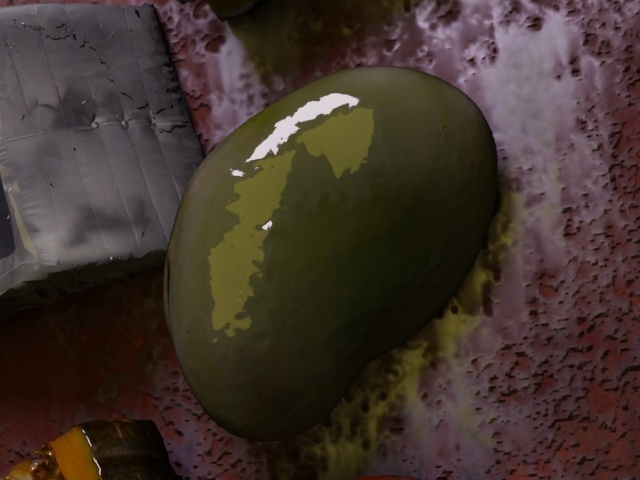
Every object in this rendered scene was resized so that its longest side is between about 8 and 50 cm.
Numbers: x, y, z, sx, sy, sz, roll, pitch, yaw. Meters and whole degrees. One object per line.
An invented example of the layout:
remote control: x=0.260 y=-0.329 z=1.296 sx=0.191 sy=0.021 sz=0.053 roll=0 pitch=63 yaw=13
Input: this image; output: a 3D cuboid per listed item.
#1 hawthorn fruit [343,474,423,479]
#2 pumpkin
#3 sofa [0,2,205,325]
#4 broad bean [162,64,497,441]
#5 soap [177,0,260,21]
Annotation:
hawthorn fruit: x=0.020 y=0.278 z=0.763 sx=0.311 sy=0.295 sz=0.295 roll=15 pitch=91 yaw=33
pumpkin: x=-0.188 y=0.217 z=0.893 sx=0.248 sy=0.126 sz=0.131 roll=-25 pitch=75 yaw=28
sofa: x=-0.213 y=-0.043 z=0.928 sx=0.225 sy=0.176 sz=0.210 roll=-27 pitch=80 yaw=40
broad bean: x=0.000 y=0.000 z=0.847 sx=0.189 sy=0.121 sz=0.263 roll=42 pitch=88 yaw=-20
soap: x=-0.004 y=-0.349 z=0.851 sx=0.335 sy=0.156 sz=0.293 roll=-26 pitch=90 yaw=13
